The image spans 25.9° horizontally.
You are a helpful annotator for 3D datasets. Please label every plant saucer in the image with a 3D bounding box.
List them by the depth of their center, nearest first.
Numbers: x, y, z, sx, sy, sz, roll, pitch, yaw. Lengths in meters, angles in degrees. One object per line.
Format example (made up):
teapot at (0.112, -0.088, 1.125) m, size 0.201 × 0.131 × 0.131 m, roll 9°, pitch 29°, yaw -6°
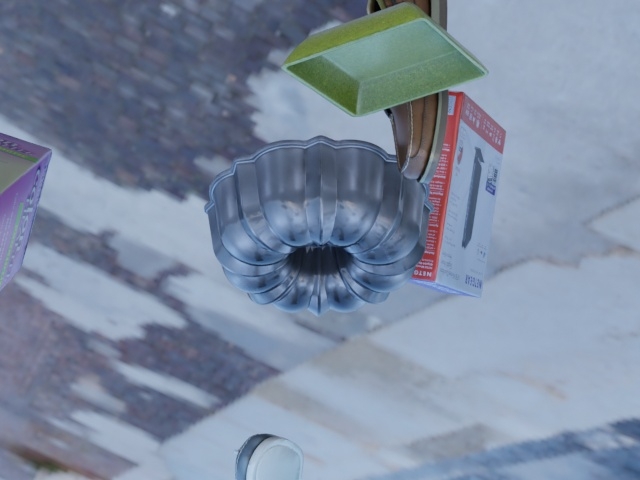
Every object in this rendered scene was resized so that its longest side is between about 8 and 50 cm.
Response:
plant saucer at (0.076, -0.218, 1.640) m, size 0.188 × 0.045 × 0.188 m, roll -16°, pitch 158°, yaw 26°

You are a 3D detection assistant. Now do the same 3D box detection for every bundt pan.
bundt pan at (0.000, 0.000, 1.972) m, size 0.331 × 0.124 × 0.331 m, roll -1°, pitch 146°, yaw -1°

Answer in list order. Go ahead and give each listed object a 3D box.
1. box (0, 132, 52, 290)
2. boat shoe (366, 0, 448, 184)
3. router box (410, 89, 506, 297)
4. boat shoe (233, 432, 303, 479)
box at (-0.353, -0.029, 1.107) m, size 0.213 × 0.117 × 0.243 m, roll 17°, pitch -165°, yaw -3°
boat shoe at (0.104, -0.209, 1.830) m, size 0.104 × 0.307 × 0.110 m, roll 10°, pitch 145°, yaw -13°
router box at (0.214, -0.069, 2.294) m, size 0.082 × 0.301 × 0.335 m, roll 8°, pitch 177°, yaw 19°
boat shoe at (-0.083, 0.331, 1.895) m, size 0.099 × 0.116 × 0.319 m, roll 27°, pitch 161°, yaw 20°
